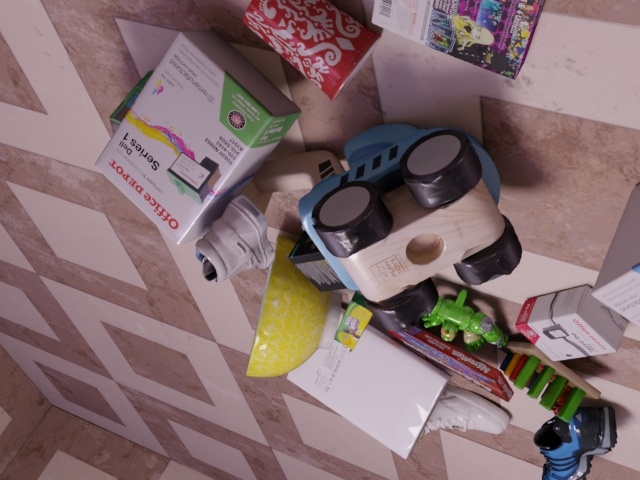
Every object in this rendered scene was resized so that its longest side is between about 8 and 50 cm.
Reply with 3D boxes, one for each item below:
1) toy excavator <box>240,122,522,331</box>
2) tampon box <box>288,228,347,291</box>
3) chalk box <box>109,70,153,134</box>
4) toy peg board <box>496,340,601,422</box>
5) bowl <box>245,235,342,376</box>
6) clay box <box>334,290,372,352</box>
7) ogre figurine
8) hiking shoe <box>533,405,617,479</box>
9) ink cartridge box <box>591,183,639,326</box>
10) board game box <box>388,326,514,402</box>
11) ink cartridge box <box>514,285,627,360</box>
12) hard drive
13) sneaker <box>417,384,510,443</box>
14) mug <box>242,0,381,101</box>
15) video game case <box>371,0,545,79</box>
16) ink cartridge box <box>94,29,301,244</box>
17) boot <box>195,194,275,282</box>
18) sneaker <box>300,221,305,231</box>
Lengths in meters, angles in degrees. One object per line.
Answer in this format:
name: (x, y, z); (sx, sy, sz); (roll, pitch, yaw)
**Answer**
toy excavator: (0.053, -0.070, 1.466); (0.432, 0.445, 0.222); (-28, 124, 11)
tampon box: (0.045, 0.013, 1.672); (0.101, 0.120, 0.161); (47, 148, -24)
chalk box: (-0.281, -0.203, 1.642); (0.132, 0.132, 0.213); (26, 150, 12)
toy peg board: (0.407, 0.265, 1.715); (0.161, 0.079, 0.160); (36, 170, -7)
bowl: (-0.044, 0.146, 1.841); (0.155, 0.290, 0.289); (12, 151, -4)
clay box: (0.085, 0.126, 1.803); (0.053, 0.127, 0.222); (29, 151, 4)
ogre figurine: (0.251, 0.143, 1.716); (0.197, 0.097, 0.118); (41, 173, 19)
hiking shoe: (0.490, 0.413, 1.863); (0.132, 0.113, 0.304); (12, 139, 0)
ink cartridge box: (0.534, 0.037, 1.161); (0.270, 0.197, 0.198); (33, 152, -3)
board game box: (0.245, 0.225, 1.821); (0.281, 0.027, 0.145); (27, 169, 31)
ink cartridge box: (0.427, 0.144, 1.571); (0.109, 0.063, 0.150); (41, 151, -16)
hard drive: (0.098, 0.293, 1.970); (0.318, 0.040, 0.210); (31, 111, 20)
sneaker: (0.257, 0.404, 2.031); (0.292, 0.169, 0.108); (19, 147, 19)
mug: (-0.022, -0.282, 1.294); (0.169, 0.113, 0.150); (37, 149, -3)
video game case: (0.171, -0.320, 1.116); (0.210, 0.042, 0.232); (25, 151, 13)
ink cartridge box: (-0.198, -0.161, 1.459); (0.201, 0.117, 0.278); (43, 115, 8)
boot: (-0.150, 0.019, 1.519); (0.095, 0.123, 0.258); (43, 167, 15)
sneaker: (0.000, 0.000, 1.781); (0.109, 0.040, 0.043); (41, 152, -16)
